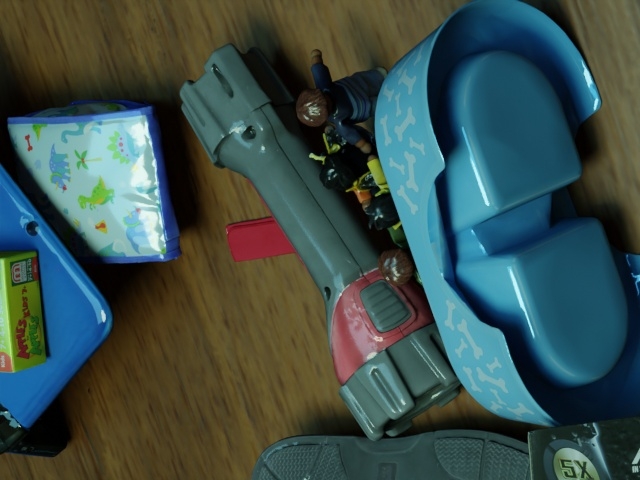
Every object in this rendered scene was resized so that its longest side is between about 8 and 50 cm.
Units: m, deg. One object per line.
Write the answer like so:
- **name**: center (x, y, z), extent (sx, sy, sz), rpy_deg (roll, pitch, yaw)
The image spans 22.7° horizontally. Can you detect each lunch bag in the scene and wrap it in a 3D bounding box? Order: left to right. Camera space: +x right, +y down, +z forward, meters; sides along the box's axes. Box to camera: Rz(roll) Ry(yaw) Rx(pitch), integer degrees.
- **lunch bag**: center (-0.176, -0.049, 1.316), extent (0.151, 0.096, 0.129), rpy_deg (4, 108, 47)

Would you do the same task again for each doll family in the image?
- **doll family**: center (0.043, -0.050, 1.147), extent (0.193, 0.111, 0.076), rpy_deg (50, 126, 13)

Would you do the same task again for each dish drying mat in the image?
- **dish drying mat**: center (-0.042, -0.002, 1.289), extent (0.083, 0.008, 0.032), rpy_deg (-9, 99, 37)

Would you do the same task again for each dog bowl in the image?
- **dog bowl**: center (0.131, -0.012, 1.072), extent (0.074, 0.166, 0.297), rpy_deg (-15, 95, 50)

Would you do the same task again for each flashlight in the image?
- **flashlight**: center (0.000, 0.000, 1.203), extent (0.103, 0.103, 0.304), rpy_deg (-41, 72, 25)

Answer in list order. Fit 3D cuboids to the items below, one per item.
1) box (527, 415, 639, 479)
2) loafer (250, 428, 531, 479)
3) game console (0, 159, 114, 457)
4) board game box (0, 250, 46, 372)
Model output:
- **box**: center (0.240, 0.161, 1.013), extent (0.180, 0.147, 0.078), rpy_deg (-11, 68, 23)
- **loafer**: center (0.094, 0.201, 1.217), extent (0.302, 0.095, 0.109), rpy_deg (3, 76, 31)
- **game console**: center (-0.291, 0.026, 1.399), extent (0.173, 0.250, 0.293), rpy_deg (-39, 77, 1)
- **board game box**: center (-0.311, 0.056, 1.298), extent (0.181, 0.043, 0.092), rpy_deg (0, 98, 29)
